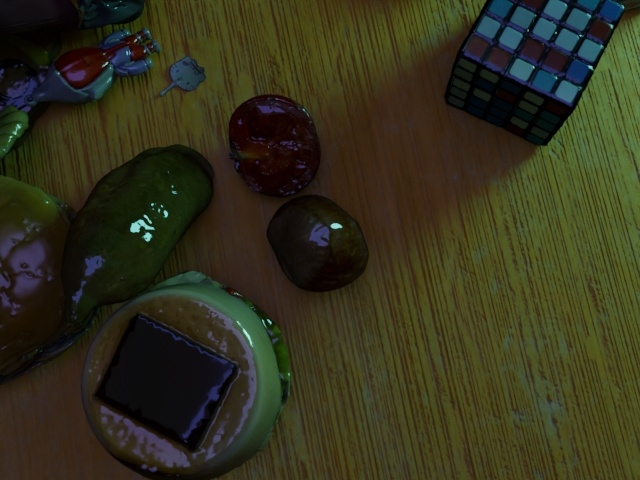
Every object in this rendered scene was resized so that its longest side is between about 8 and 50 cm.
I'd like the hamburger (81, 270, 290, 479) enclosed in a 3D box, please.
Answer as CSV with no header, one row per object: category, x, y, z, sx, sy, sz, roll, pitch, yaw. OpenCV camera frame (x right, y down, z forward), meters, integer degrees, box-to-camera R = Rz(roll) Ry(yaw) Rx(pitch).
hamburger,-0.189,0.200,1.092,0.302,0.170,0.301,-1,82,5

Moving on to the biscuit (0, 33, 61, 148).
biscuit,-0.537,-0.262,1.244,0.209,0.041,0.290,27,82,7

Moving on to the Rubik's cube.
Rubik's cube,0.312,-0.279,1.155,0.184,0.182,0.187,26,81,7

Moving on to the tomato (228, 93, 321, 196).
tomato,-0.068,-0.151,1.191,0.139,0.091,0.159,-13,107,8

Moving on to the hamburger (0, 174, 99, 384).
hamburger,-0.478,0.057,1.129,0.319,0.158,0.318,0,82,1

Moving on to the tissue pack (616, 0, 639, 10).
tissue pack,0.476,-0.447,1.240,0.116,0.065,0.155,-12,81,1

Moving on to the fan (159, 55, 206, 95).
fan,-0.228,-0.261,1.253,0.083,0.004,0.056,-42,83,-6

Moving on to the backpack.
backpack,-0.460,-0.433,1.170,0.317,0.197,0.283,-24,70,-24

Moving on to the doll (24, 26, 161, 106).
doll,-0.365,-0.271,1.223,0.228,0.075,0.102,-34,67,-14

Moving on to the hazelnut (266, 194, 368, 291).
hazelnut,0.000,0.000,1.144,0.143,0.143,0.154,-38,65,-5

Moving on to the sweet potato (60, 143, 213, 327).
sweet potato,-0.266,-0.021,1.091,0.158,0.369,0.157,5,120,9

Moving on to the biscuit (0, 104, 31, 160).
biscuit,-0.562,-0.107,1.137,0.274,0.036,0.187,-24,38,1
